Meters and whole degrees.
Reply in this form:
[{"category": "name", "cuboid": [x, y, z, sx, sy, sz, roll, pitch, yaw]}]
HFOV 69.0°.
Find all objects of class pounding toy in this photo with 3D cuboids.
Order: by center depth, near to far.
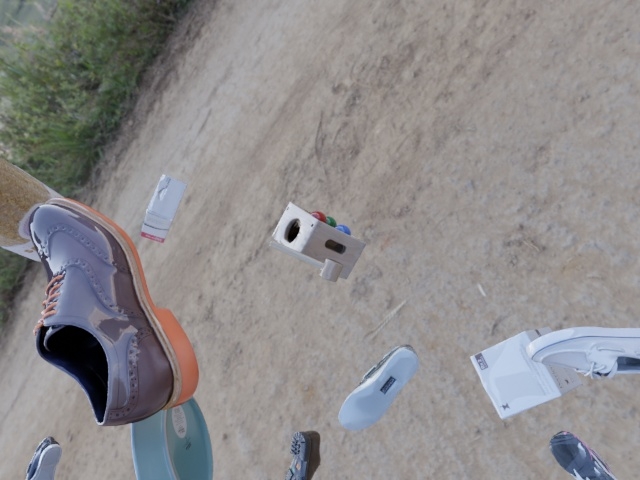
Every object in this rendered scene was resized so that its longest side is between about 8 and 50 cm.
[{"category": "pounding toy", "cuboid": [-0.004, -0.001, 0.870, 0.094, 0.181, 0.206, -62, 35, 5]}]

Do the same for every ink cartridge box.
[{"category": "ink cartridge box", "cuboid": [-0.382, -0.074, 1.128, 0.150, 0.063, 0.109, -38, 34, 56]}]

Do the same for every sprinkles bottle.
[{"category": "sprinkles bottle", "cuboid": [-0.466, -0.047, 0.702, 0.121, 0.355, 0.121, -1, 73, 4]}]

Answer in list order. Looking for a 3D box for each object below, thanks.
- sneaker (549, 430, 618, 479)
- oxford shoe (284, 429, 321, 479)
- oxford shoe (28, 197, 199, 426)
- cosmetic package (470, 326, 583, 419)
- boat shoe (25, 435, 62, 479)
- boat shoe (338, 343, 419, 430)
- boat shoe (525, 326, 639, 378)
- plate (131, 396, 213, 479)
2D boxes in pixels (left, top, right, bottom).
[{"category": "sneaker", "cuboid": [0.458, 0.394, 0.751, 0.072, 0.077, 0.178, -44, 45, 24]}, {"category": "oxford shoe", "cuboid": [-0.039, 0.648, 1.313, 0.083, 0.096, 0.227, 18, 97, 46]}, {"category": "oxford shoe", "cuboid": [-0.229, 0.054, 0.451, 0.271, 0.098, 0.097, 44, 116, 22]}, {"category": "cosmetic package", "cuboid": [0.482, 0.305, 1.090, 0.151, 0.183, 0.151, -39, 62, 31]}, {"category": "boat shoe", "cuboid": [-0.513, 0.420, 0.850, 0.038, 0.046, 0.125, 27, 98, 42]}, {"category": "boat shoe", "cuboid": [0.126, 0.310, 0.986, 0.078, 0.070, 0.219, 44, 96, 2]}, {"category": "boat shoe", "cuboid": [0.533, 0.221, 0.890, 0.258, 0.095, 0.084, -5, 47, 0]}, {"category": "plate", "cuboid": [-0.158, 0.235, 0.532, 0.024, 0.188, 0.188, -18, 52, 2]}]
